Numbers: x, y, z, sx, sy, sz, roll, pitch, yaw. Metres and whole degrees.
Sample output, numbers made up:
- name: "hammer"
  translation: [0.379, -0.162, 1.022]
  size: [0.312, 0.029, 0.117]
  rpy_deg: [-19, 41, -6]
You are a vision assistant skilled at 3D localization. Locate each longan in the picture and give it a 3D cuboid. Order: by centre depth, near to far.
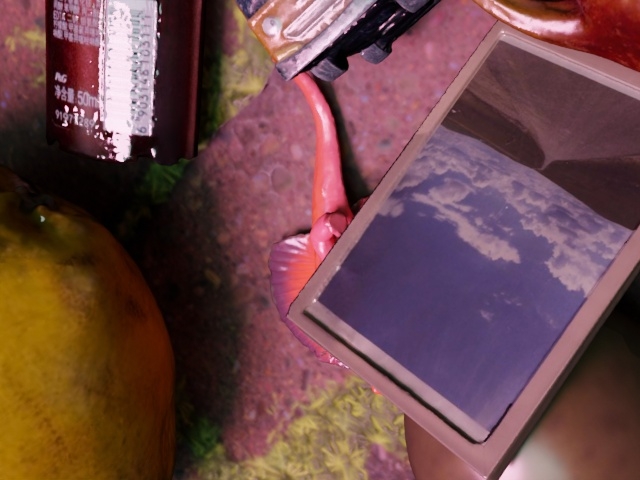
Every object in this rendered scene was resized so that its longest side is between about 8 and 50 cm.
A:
- name: "longan"
  translation: [0.153, 0.127, 0.665]
  size: [0.220, 0.196, 0.196]
  rpy_deg: [42, 119, 8]

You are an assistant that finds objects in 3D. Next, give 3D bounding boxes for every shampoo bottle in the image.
- name: "shampoo bottle"
  translation: [-0.140, -0.221, 0.717]
  size: [0.129, 0.084, 0.323]
  rpy_deg: [11, 111, 16]

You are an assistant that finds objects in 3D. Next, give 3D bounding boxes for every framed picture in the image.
- name: "framed picture"
  translation: [0.112, -0.007, 0.621]
  size: [0.189, 0.023, 0.260]
  rpy_deg: [36, 90, 39]

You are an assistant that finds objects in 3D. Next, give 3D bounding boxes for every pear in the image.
- name: "pear"
  translation: [-0.288, 0.135, 0.771]
  size: [0.352, 0.352, 0.413]
  rpy_deg: [31, 122, 9]

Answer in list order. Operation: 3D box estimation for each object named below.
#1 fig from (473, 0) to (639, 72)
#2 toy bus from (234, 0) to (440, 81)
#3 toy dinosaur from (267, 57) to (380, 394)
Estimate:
- name: "fig"
  translation: [0.194, -0.153, 0.556]
  size: [0.207, 0.175, 0.175]
  rpy_deg: [-35, 94, 17]
- name: "toy bus"
  translation: [0.017, -0.168, 0.616]
  size: [0.091, 0.182, 0.103]
  rpy_deg: [-38, 90, 29]
- name: "toy dinosaur"
  translation: [-0.003, 0.005, 0.769]
  size: [0.139, 0.070, 0.286]
  rpy_deg: [-22, 94, 52]
